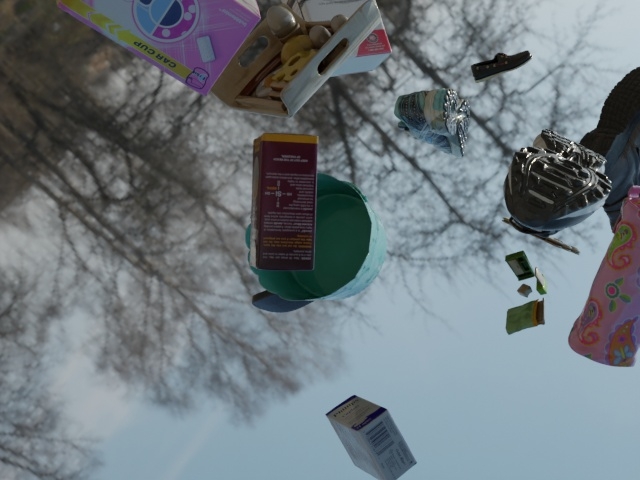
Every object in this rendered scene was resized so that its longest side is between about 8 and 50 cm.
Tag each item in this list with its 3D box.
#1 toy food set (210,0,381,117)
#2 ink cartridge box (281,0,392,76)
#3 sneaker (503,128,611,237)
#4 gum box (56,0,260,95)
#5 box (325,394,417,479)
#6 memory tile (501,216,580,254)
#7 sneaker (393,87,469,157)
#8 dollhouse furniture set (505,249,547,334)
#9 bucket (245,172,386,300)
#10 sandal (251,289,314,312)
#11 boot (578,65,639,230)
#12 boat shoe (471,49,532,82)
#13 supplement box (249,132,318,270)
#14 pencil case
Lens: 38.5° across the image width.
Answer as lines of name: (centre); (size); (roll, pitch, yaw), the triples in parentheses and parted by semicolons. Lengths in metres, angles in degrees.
toy food set: (-0.057, -0.321, 1.544); (0.220, 0.092, 0.306); (-49, -151, -12)
ink cartridge box: (0.026, -0.478, 1.949); (0.172, 0.237, 0.100); (-13, 170, -26)
sneaker: (0.246, -0.044, 0.982); (0.108, 0.100, 0.271); (-66, 167, 20)
gum box: (-0.170, -0.250, 0.955); (0.107, 0.188, 0.062); (-50, -153, 21)
box: (0.091, 0.359, 1.666); (0.072, 0.126, 0.137); (-34, -164, -20)
memory tile: (0.441, -0.010, 1.832); (0.148, 0.113, 0.012); (32, -78, 45)
sneaker: (0.223, -0.242, 1.820); (0.122, 0.283, 0.110); (6, -98, 20)
dollhouse furniture set: (0.364, 0.091, 1.658); (0.076, 0.058, 0.152); (-19, -145, 29)
bucket: (0.000, 0.000, 1.913); (0.281, 0.281, 0.183); (-41, 162, 10)
sandal: (-0.037, 0.102, 2.089); (0.254, 0.097, 0.054); (-20, -125, 17)
boot: (0.665, -0.197, 1.900); (0.338, 0.222, 0.118); (-49, -148, -3)
boat shoe: (0.388, -0.380, 1.961); (0.133, 0.042, 0.049); (-20, -160, 6)
supplement box: (-0.054, -0.053, 1.297); (0.104, 0.080, 0.188); (-174, -94, -79)
pencil case: (0.495, 0.062, 1.463); (0.124, 0.124, 0.284); (-96, -161, -67)
